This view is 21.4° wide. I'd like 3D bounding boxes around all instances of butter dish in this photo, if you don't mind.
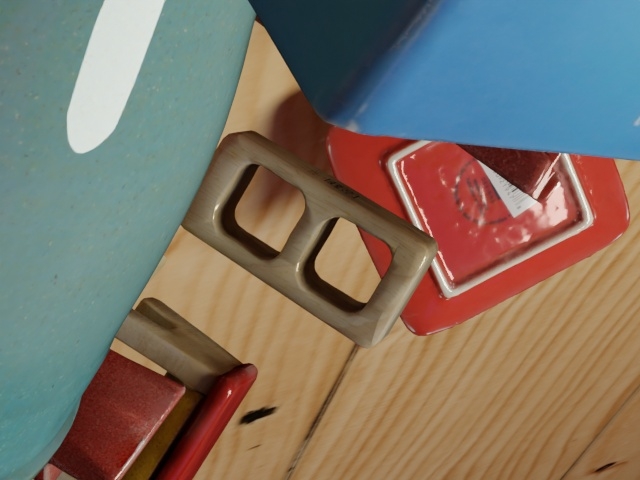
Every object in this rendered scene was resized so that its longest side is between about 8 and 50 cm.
[{"bbox_3d":[0.087,-0.050,1.050,0.160,0.118,0.160,-27,115,-2],"label":"butter dish"}]

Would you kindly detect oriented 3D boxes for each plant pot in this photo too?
[{"bbox_3d":[-0.140,-0.089,0.559,0.272,0.271,0.255,2,133,-49],"label":"plant pot"}]

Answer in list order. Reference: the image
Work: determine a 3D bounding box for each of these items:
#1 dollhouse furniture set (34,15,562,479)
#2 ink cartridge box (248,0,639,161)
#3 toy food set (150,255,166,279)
[{"bbox_3d":[0.000,0.000,0.783,0.374,0.152,0.201,-58,172,8],"label":"dollhouse furniture set"},{"bbox_3d":[0.098,-0.253,0.378,0.166,0.285,0.395,3,136,-41],"label":"ink cartridge box"},{"bbox_3d":[-0.189,0.016,0.976,0.132,0.038,0.192,-44,147,16],"label":"toy food set"}]
